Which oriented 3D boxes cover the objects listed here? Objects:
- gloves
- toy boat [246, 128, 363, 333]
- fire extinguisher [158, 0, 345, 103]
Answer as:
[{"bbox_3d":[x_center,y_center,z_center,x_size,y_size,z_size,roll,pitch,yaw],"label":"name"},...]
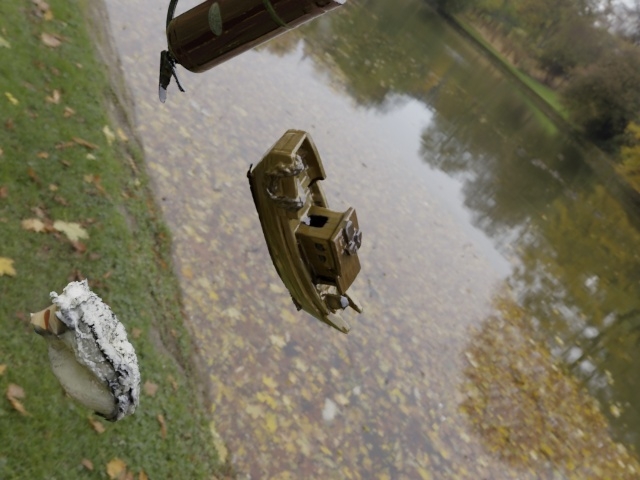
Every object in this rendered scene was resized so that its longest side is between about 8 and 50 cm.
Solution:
[{"bbox_3d":[-0.242,0.122,0.737,0.070,0.114,0.153,-25,86,-48],"label":"gloves"},{"bbox_3d":[0.000,0.000,0.564,0.072,0.206,0.064,11,50,29],"label":"toy boat"},{"bbox_3d":[-0.061,-0.160,0.475,0.045,0.157,0.078,0,76,-59],"label":"fire extinguisher"}]
